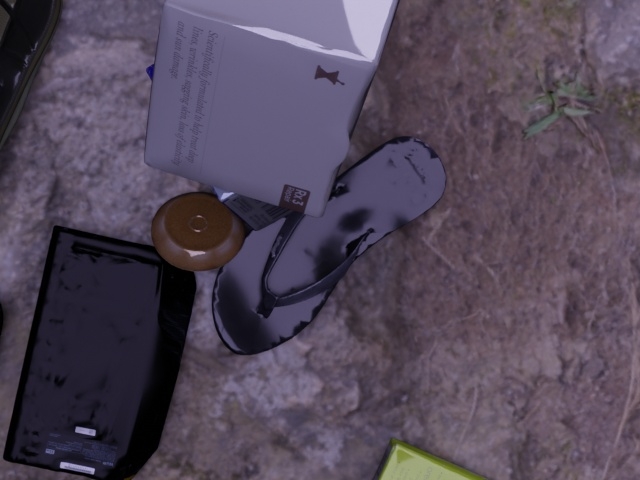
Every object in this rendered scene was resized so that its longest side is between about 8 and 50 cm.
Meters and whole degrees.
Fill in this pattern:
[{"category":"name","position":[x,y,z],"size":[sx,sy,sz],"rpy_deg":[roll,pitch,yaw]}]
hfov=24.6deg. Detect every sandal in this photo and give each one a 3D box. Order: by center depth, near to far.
[{"category":"sandal","position":[-0.315,-0.108,1.282],"size":[0.120,0.086,0.303],"rpy_deg":[31,77,4]},{"category":"sandal","position":[0.000,-0.001,1.298],"size":[0.254,0.054,0.097],"rpy_deg":[-43,92,1]}]

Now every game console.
[{"category":"game console","position":[-0.302,0.078,1.298],"size":[0.361,0.044,0.213],"rpy_deg":[13,92,-5]}]

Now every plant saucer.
[{"category":"plant saucer","position":[-0.108,-0.012,1.294],"size":[0.083,0.015,0.083],"rpy_deg":[3,58,-5]}]

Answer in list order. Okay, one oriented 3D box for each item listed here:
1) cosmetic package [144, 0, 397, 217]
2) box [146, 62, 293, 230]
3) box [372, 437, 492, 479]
[{"category":"cosmetic package","position":[-0.003,-0.238,1.129],"size":[0.156,0.217,0.385],"rpy_deg":[19,58,0]},{"category":"box","position":[-0.071,-0.092,1.244],"size":[0.072,0.126,0.137],"rpy_deg":[-30,75,4]},{"category":"box","position":[0.124,0.262,1.318],"size":[0.178,0.042,0.109],"rpy_deg":[25,93,-2]}]
